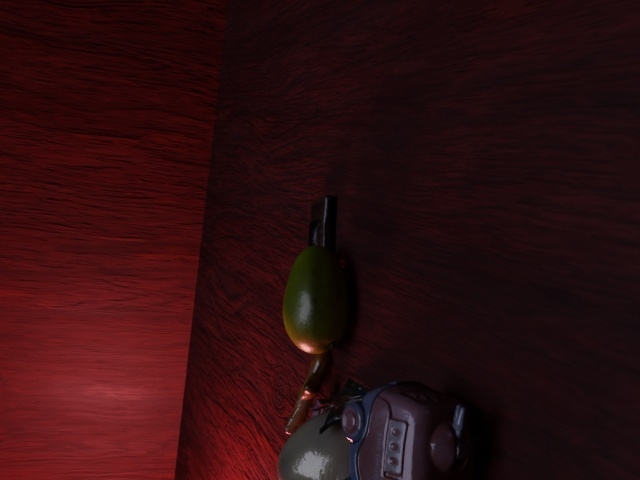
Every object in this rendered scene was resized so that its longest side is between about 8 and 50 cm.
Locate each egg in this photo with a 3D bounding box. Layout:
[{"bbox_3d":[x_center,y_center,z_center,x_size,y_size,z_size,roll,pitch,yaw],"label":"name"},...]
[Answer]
[{"bbox_3d":[0.007,0.516,1.772,0.286,0.174,0.264,148,121,-60],"label":"egg"}]

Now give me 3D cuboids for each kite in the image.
[{"bbox_3d":[0.057,0.367,1.782,0.189,0.232,0.009,-21,104,30],"label":"kite"}]

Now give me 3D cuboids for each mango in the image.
[{"bbox_3d":[-0.009,0.144,1.934,0.185,0.149,0.273,-10,73,62],"label":"mango"}]

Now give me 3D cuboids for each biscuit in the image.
[{"bbox_3d":[-0.031,0.388,2.021,0.164,0.047,0.208,-71,3,-51],"label":"biscuit"}]

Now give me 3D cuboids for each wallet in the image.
[{"bbox_3d":[0.000,0.000,2.098,0.124,0.042,0.230,162,110,-65],"label":"wallet"}]

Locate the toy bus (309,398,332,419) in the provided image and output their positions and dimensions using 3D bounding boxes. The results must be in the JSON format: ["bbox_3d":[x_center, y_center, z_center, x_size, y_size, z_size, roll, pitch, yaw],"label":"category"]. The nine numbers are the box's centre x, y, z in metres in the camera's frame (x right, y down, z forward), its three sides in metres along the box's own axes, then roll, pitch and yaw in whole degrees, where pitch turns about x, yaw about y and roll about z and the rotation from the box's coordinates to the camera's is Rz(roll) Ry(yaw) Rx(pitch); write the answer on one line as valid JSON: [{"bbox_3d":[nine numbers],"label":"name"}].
[{"bbox_3d":[-0.005,0.467,2.004,0.052,0.037,0.130,56,135,52],"label":"toy bus"}]

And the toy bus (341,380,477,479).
[{"bbox_3d":[0.171,0.398,1.364,0.232,0.197,0.294,-5,78,58],"label":"toy bus"}]
